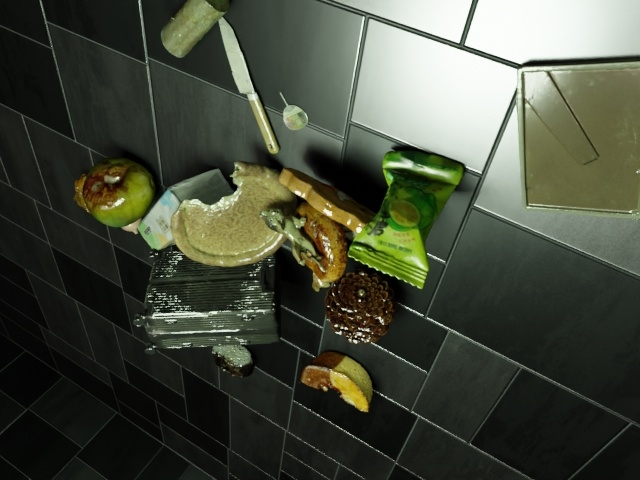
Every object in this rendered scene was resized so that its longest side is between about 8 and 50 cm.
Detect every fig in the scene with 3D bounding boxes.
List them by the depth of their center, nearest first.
[{"bbox_3d":[-0.537,-0.121,1.448,0.181,0.181,0.191,35,137,7],"label":"fig"}]

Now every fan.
[{"bbox_3d":[-0.052,-0.257,1.091,0.060,0.003,0.080,15,133,26],"label":"fan"}]

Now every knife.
[{"bbox_3d":[-0.151,-0.312,1.108,0.047,0.017,0.297,9,131,41],"label":"knife"}]

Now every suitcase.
[{"bbox_3d":[-0.263,0.142,1.339,0.335,0.229,0.152,-2,136,-2],"label":"suitcase"}]

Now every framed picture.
[{"bbox_3d":[0.401,-0.146,0.828,0.189,0.023,0.259,7,129,33],"label":"framed picture"}]

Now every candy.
[{"bbox_3d":[0.148,-0.046,0.955,0.149,0.246,0.069,17,153,17],"label":"candy"}]

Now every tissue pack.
[{"bbox_3d":[-0.322,-0.051,1.346,0.229,0.159,0.145,-33,89,47],"label":"tissue pack"}]

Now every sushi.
[{"bbox_3d":[-0.283,0.385,1.768,0.150,0.090,0.078,20,131,25],"label":"sushi"}]

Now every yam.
[{"bbox_3d":[-0.244,-0.425,1.041,0.169,0.068,0.068,-22,110,45],"label":"yam"}]

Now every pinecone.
[{"bbox_3d":[0.093,0.163,1.241,0.163,0.163,0.165,21,152,21],"label":"pinecone"}]

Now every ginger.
[{"bbox_3d":[-0.001,0.101,1.346,0.048,0.030,0.097,25,139,20],"label":"ginger"}]

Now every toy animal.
[{"bbox_3d":[-0.053,-0.011,1.146,0.219,0.069,0.086,50,162,31],"label":"toy animal"},{"bbox_3d":[-0.576,-0.080,1.582,0.083,0.089,0.150,19,152,48],"label":"toy animal"}]

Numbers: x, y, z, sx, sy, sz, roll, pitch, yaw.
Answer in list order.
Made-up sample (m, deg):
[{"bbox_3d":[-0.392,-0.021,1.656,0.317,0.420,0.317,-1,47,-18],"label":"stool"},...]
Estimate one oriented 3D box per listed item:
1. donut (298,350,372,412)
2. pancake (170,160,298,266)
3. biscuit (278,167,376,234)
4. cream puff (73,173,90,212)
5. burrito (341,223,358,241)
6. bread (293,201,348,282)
[{"bbox_3d":[0.055,0.378,1.506,0.217,0.085,0.141,23,136,18],"label":"donut"},{"bbox_3d":[-0.191,-0.051,1.224,0.289,0.033,0.286,-1,129,-15],"label":"pancake"},{"bbox_3d":[0.050,-0.063,1.069,0.295,0.186,0.044,32,100,4],"label":"biscuit"},{"bbox_3d":[-0.686,-0.134,1.616,0.122,0.094,0.116,47,142,-13],"label":"cream puff"},{"bbox_3d":[0.096,-0.008,1.170,0.171,0.042,0.051,26,145,14],"label":"burrito"},{"bbox_3d":[0.000,0.000,1.190,0.193,0.064,0.193,44,144,44],"label":"bread"}]
